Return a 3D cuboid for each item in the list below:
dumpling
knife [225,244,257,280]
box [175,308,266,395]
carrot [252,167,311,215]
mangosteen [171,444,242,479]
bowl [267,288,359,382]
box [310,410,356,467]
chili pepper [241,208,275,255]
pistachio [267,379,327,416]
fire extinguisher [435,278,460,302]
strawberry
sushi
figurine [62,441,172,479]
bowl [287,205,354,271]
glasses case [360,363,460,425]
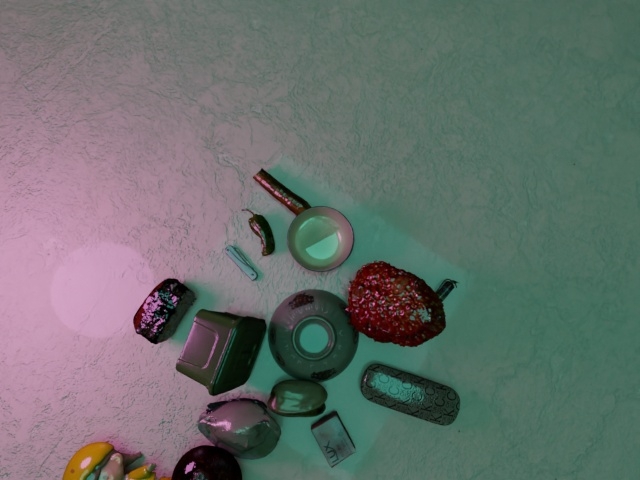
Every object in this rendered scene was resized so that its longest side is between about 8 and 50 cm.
[{"bbox_3d":[-0.271,0.638,1.569,0.293,0.204,0.163,0,50,10],"label":"dumpling"},{"bbox_3d":[-0.291,0.080,1.692,0.044,0.023,0.162,-43,85,-10],"label":"knife"},{"bbox_3d":[-0.324,0.357,1.517,0.177,0.329,0.253,17,81,13],"label":"box"},{"bbox_3d":[-0.140,-0.175,1.709,0.260,0.070,0.070,38,83,6],"label":"carrot"},{"bbox_3d":[-0.362,0.793,1.474,0.235,0.261,0.235,2,84,-22],"label":"mangosteen"},{"bbox_3d":[-0.024,0.336,1.599,0.337,0.157,0.337,0,82,-2],"label":"bowl"},{"bbox_3d":[0.044,0.696,1.602,0.111,0.060,0.156,-30,83,-3],"label":"box"},{"bbox_3d":[-0.223,-0.044,1.685,0.073,0.072,0.204,-25,84,-2],"label":"chili pepper"},{"bbox_3d":[-0.080,0.553,1.584,0.206,0.131,0.129,4,126,-2],"label":"pistachio"},{"bbox_3d":[0.455,0.191,1.687,0.056,0.039,0.132,42,84,-5],"label":"fire extinguisher"},{"bbox_3d":[0.256,0.199,1.518,0.292,0.343,0.292,7,78,-36],"label":"strawberry"},{"bbox_3d":[-0.551,0.249,1.610,0.126,0.136,0.225,37,88,12],"label":"sushi"},{"bbox_3d":[-0.677,0.811,1.516,0.343,0.187,0.215,22,74,-4],"label":"figurine"},{"bbox_3d":[0.000,0.000,1.657,0.237,0.126,0.238,0,83,-1],"label":"bowl"},{"bbox_3d":[0.317,0.543,1.613,0.354,0.085,0.137,19,82,1],"label":"glasses case"}]
